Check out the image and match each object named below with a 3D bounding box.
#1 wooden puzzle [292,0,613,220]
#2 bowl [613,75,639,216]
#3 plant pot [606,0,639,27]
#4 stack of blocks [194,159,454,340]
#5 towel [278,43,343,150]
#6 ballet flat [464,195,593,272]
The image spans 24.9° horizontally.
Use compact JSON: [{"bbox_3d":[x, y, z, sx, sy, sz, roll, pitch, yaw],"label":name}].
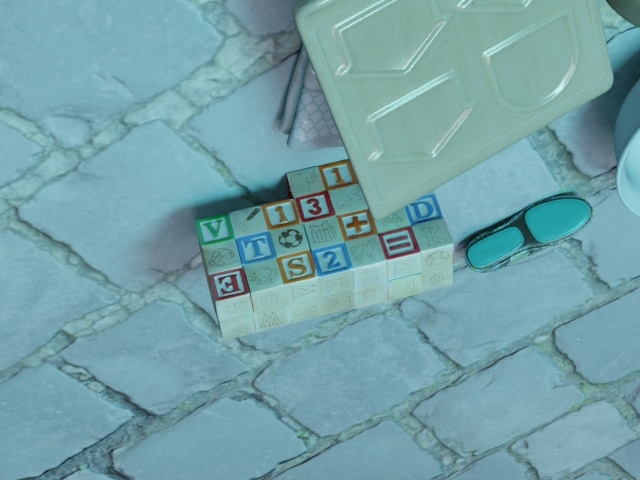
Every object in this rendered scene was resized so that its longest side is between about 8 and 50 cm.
[{"bbox_3d":[0.146,-0.215,1.563,0.322,0.080,0.347,-29,139,-6],"label":"wooden puzzle"},{"bbox_3d":[0.492,-0.165,1.847,0.298,0.134,0.298,-12,142,-10],"label":"bowl"},{"bbox_3d":[0.380,-0.326,1.467,0.263,0.263,0.229,-12,157,-10],"label":"plant pot"},{"bbox_3d":[0.000,0.000,1.806,0.297,0.171,0.087,-14,143,-6],"label":"stack of blocks"},{"bbox_3d":[0.140,-0.227,1.682,0.332,0.053,0.317,-2,140,-22],"label":"towel"},{"bbox_3d":[0.289,-0.009,2.025,0.188,0.070,0.070,-21,143,6],"label":"ballet flat"}]
